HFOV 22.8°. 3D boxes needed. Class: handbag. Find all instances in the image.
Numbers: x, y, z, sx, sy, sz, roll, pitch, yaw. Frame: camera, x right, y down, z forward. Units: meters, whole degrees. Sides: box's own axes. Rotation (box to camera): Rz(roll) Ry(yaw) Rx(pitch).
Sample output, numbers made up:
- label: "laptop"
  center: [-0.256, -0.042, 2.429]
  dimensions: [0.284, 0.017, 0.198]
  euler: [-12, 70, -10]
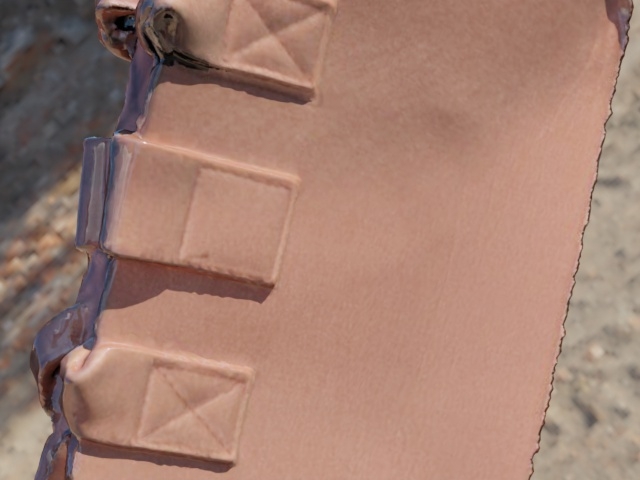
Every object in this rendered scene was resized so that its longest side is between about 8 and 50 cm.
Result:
- label: "handbag"
  center: [0.000, 0.000, 0.477]
  dimensions: [0.059, 0.157, 0.212]
  euler: [14, 93, 66]
